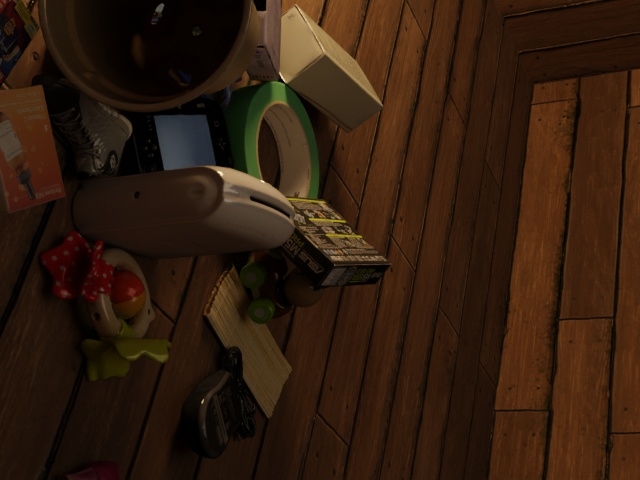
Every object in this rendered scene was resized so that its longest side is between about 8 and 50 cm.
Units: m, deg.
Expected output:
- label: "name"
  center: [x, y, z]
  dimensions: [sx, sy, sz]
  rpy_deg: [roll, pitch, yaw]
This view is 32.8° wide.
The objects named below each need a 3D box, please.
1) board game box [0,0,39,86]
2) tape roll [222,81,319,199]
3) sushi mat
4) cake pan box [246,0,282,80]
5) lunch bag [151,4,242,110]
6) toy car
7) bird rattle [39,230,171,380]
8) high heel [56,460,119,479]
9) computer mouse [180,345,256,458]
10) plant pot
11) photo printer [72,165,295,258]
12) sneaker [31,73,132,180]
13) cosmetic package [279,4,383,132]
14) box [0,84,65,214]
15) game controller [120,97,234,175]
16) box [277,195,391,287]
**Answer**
- label: "board game box"
  center: [-0.507, -0.313, 1.532]
  dimensions: [0.194, 0.060, 0.194]
  rpy_deg: [61, 36, -39]
- label: "tape roll"
  center: [-0.107, -0.170, 2.285]
  dimensions: [0.321, 0.077, 0.321]
  rpy_deg: [22, 65, -61]
- label: "sushi mat"
  center: [-0.143, 0.206, 2.206]
  dimensions: [0.316, 0.019, 0.151]
  rpy_deg: [64, 34, -35]
- label: "cake pan box"
  center: [-0.118, -0.460, 2.127]
  dimensions: [0.267, 0.070, 0.246]
  rpy_deg: [53, 37, -84]
- label: "lunch bag"
  center: [-0.205, -0.408, 2.100]
  dimensions: [0.293, 0.138, 0.221]
  rpy_deg: [63, 30, -53]
- label: "toy car"
  center: [-0.047, 0.078, 2.202]
  dimensions: [0.155, 0.188, 0.149]
  rpy_deg: [-54, 134, -70]
- label: "bird rattle"
  center: [-0.346, 0.095, 1.763]
  dimensions: [0.253, 0.143, 0.207]
  rpy_deg: [64, 19, -12]
- label: "high heel"
  center: [-0.341, 0.470, 1.697]
  dimensions: [0.117, 0.082, 0.244]
  rpy_deg: [-3, 75, -54]
- label: "computer mouse"
  center: [-0.200, 0.323, 2.026]
  dimensions: [0.272, 0.072, 0.188]
  rpy_deg: [-40, 121, -72]
- label: "plant pot"
  center: [-0.240, -0.361, 1.763]
  dimensions: [0.305, 0.334, 0.334]
  rpy_deg: [-8, 93, -81]
- label: "photo printer"
  center: [-0.210, -0.043, 1.798]
  dimensions: [0.256, 0.307, 0.107]
  rpy_deg: [23, 64, -61]
- label: "sneaker"
  center: [-0.381, -0.167, 1.733]
  dimensions: [0.228, 0.086, 0.132]
  rpy_deg: [36, 56, -58]
- label: "cosmetic package"
  center: [0.006, -0.379, 2.446]
  dimensions: [0.309, 0.113, 0.160]
  rpy_deg: [30, 29, -57]
- label: "box"
  center: [-0.457, -0.129, 1.563]
  dimensions: [0.130, 0.091, 0.170]
  rpy_deg: [-29, 111, -61]
- label: "game controller"
  center: [-0.257, -0.179, 1.992]
  dimensions: [0.319, 0.067, 0.166]
  rpy_deg: [-14, 103, -64]
- label: "box"
  center: [0.000, 0.000, 2.169]
  dimensions: [0.060, 0.216, 0.270]
  rpy_deg: [-53, 158, 16]
